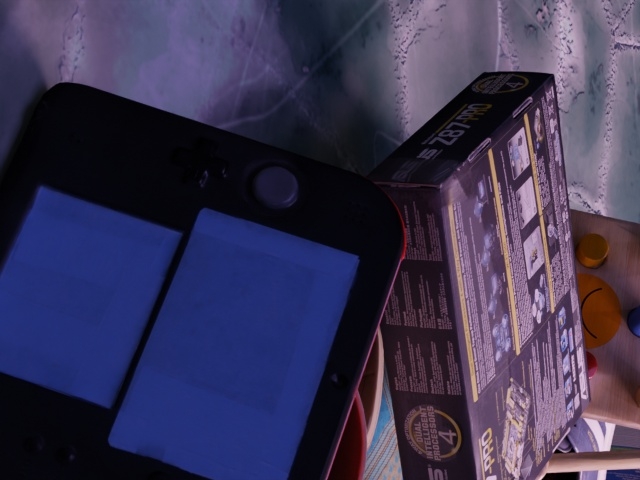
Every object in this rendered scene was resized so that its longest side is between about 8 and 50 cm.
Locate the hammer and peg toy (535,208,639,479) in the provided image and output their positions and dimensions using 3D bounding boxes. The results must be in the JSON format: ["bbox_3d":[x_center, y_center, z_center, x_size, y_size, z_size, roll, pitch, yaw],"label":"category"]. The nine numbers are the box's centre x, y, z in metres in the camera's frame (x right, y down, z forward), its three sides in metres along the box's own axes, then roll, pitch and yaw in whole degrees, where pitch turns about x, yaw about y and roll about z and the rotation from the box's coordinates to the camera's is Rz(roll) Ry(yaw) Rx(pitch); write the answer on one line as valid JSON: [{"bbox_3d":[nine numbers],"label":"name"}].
[{"bbox_3d":[0.311,0.139,2.185,0.127,0.266,0.361,116,-16,-69],"label":"hammer and peg toy"}]

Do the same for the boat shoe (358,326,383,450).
[{"bbox_3d":[0.005,0.090,1.782,0.110,0.122,0.341,64,15,-49],"label":"boat shoe"}]

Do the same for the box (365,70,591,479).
[{"bbox_3d":[0.170,0.062,1.878,0.318,0.097,0.394,-45,131,-54],"label":"box"}]

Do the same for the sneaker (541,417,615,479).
[{"bbox_3d":[0.296,0.199,2.281,0.148,0.131,0.350,15,77,-57],"label":"sneaker"}]

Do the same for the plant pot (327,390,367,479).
[{"bbox_3d":[-0.114,0.198,1.594,0.191,0.284,0.284,109,1,-63],"label":"plant pot"}]

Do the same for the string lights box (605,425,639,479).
[{"bbox_3d":[0.373,0.342,2.391,0.259,0.133,0.076,-59,136,-37],"label":"string lights box"}]

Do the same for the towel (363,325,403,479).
[{"bbox_3d":[0.090,0.213,2.036,0.271,0.040,0.370,-51,136,-43],"label":"towel"}]

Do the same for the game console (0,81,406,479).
[{"bbox_3d":[-0.133,0.073,1.511,0.060,0.342,0.386,112,-1,-62],"label":"game console"}]
